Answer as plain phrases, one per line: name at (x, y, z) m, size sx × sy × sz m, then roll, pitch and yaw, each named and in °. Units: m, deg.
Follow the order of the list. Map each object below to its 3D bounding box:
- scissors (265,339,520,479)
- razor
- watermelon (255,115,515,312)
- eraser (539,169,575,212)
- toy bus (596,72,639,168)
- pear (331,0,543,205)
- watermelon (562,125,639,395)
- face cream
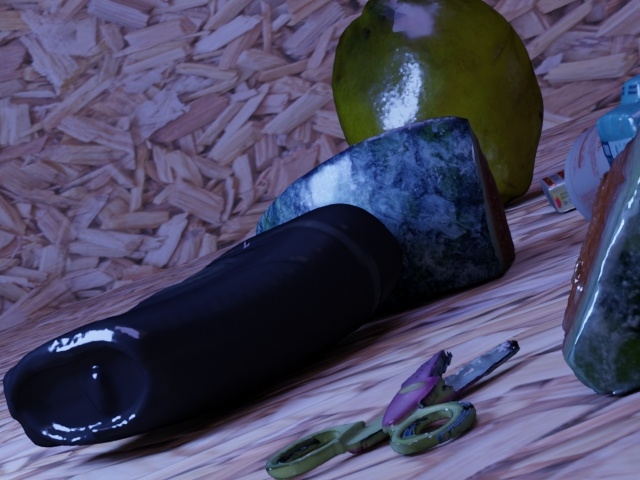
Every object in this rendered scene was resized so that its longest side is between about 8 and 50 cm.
scissors at (0.059, 0.096, 1.017) m, size 0.133 × 0.020 × 0.187 m, roll -15°, pitch 8°, yaw 33°
razor at (-0.089, 0.076, 1.411) m, size 0.204 × 0.113 × 0.349 m, roll -19°, pitch 6°, yaw 42°
watermelon at (0.075, 0.012, 1.619) m, size 0.226 × 0.148 × 0.318 m, roll -2°, pitch -23°, yaw -37°
eraser at (0.364, -0.091, 1.901) m, size 0.230 × 0.038 × 0.157 m, roll -22°, pitch 3°, yaw 5°
toy bus at (0.323, -0.091, 1.180) m, size 0.256 × 0.147 × 0.128 m, roll -30°, pitch 2°, yaw -2°
pear at (0.153, -0.179, 2.180) m, size 0.269 × 0.321 × 0.269 m, roll -32°, pitch -10°, yaw -6°
watermelon at (0.222, -0.001, 0.966) m, size 0.193 × 0.139 × 0.257 m, roll -13°, pitch -3°, yaw 6°
face cream at (0.283, -0.077, 1.363) m, size 0.101 × 0.101 × 0.252 m, roll -22°, pitch -6°, yaw -14°
